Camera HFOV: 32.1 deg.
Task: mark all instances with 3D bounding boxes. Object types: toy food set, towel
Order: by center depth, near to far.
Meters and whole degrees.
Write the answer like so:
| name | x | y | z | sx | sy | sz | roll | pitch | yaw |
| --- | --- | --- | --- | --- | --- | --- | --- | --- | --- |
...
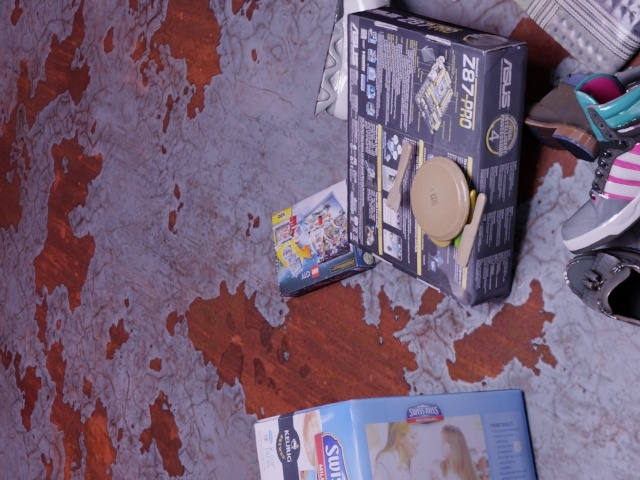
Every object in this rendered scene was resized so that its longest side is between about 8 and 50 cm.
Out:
| name | x | y | z | sx | sy | sz | roll | pitch | yaw |
| --- | --- | --- | --- | --- | --- | --- | --- | --- | --- |
| towel | 0.381 | -0.432 | 1.530 | 0.324 | 0.056 | 0.312 | 50 | 129 | 22 |
| toy food set | 0.178 | -0.057 | 1.613 | 0.192 | 0.038 | 0.132 | 42 | 128 | 43 |

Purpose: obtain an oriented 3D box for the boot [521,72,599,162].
| name | x | y | z | sx | sy | sz | roll | pitch | yaw |
| --- | --- | --- | --- | --- | --- | --- | --- | --- | --- |
| boot | 0.351 | -0.188 | 1.594 | 0.106 | 0.082 | 0.219 | -54 | 34 | 1 |

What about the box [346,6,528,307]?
| name | x | y | z | sx | sy | sz | roll | pitch | yaw |
| --- | --- | --- | --- | --- | --- | --- | --- | --- | --- |
| box | 0.163 | -0.136 | 1.709 | 0.318 | 0.097 | 0.395 | 29 | 127 | 50 |

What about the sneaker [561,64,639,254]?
| name | x | y | z | sx | sy | sz | roll | pitch | yaw |
| --- | --- | --- | --- | --- | --- | --- | --- | --- | --- |
| sneaker | 0.378 | -0.122 | 1.433 | 0.178 | 0.124 | 0.295 | 44 | 123 | -2 |

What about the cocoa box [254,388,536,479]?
| name | x | y | z | sx | sy | sz | roll | pitch | yaw |
| --- | --- | --- | --- | --- | --- | --- | --- | --- | --- |
| cocoa box | 0.118 | 0.346 | 1.610 | 0.228 | 0.347 | 0.232 | -22 | 71 | 49 |

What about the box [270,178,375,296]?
| name | x | y | z | sx | sy | sz | roll | pitch | yaw |
| --- | --- | --- | --- | --- | --- | --- | --- | --- | --- |
| box | 0.000 | 0.000 | 2.025 | 0.233 | 0.044 | 0.159 | -23 | 70 | 49 |

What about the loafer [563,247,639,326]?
| name | x | y | z | sx | sy | sz | roll | pitch | yaw |
| --- | --- | --- | --- | --- | --- | --- | --- | --- | --- |
| loafer | 0.417 | 0.068 | 1.461 | 0.267 | 0.084 | 0.096 | 24 | 106 | 50 |

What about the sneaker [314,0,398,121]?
| name | x | y | z | sx | sy | sz | roll | pitch | yaw |
| --- | --- | --- | --- | --- | --- | --- | --- | --- | --- |
| sneaker | 0.090 | -0.360 | 1.876 | 0.122 | 0.146 | 0.331 | -77 | -2 | -75 |
